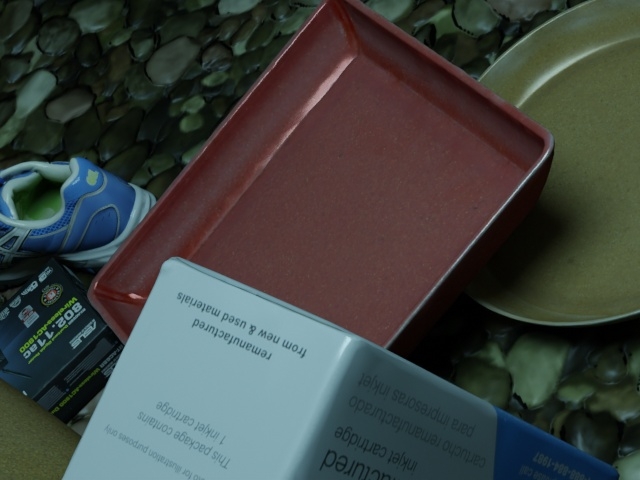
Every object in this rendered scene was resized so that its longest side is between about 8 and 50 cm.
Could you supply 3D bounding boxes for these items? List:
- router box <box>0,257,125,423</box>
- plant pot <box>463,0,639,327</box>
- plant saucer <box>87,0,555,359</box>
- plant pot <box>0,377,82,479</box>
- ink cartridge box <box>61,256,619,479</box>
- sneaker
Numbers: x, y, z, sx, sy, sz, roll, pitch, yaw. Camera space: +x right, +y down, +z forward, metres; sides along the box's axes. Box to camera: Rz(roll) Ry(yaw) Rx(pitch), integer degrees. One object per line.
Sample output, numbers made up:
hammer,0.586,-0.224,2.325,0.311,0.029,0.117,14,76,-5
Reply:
router box,-0.190,0.083,1.218,0.122,0.038,0.092,-45,44,-2
plant pot,0.172,-0.046,1.063,0.236,0.032,0.236,-20,47,23
plant saucer,0.000,0.000,1.108,0.259,0.048,0.258,-50,39,2
plant pot,-0.164,0.202,0.999,0.254,0.237,0.237,20,70,27
ink cartridge box,-0.026,0.195,0.836,0.129,0.223,0.307,21,84,43
sneaker,-0.211,-0.019,1.281,0.211,0.081,0.080,-12,53,30
